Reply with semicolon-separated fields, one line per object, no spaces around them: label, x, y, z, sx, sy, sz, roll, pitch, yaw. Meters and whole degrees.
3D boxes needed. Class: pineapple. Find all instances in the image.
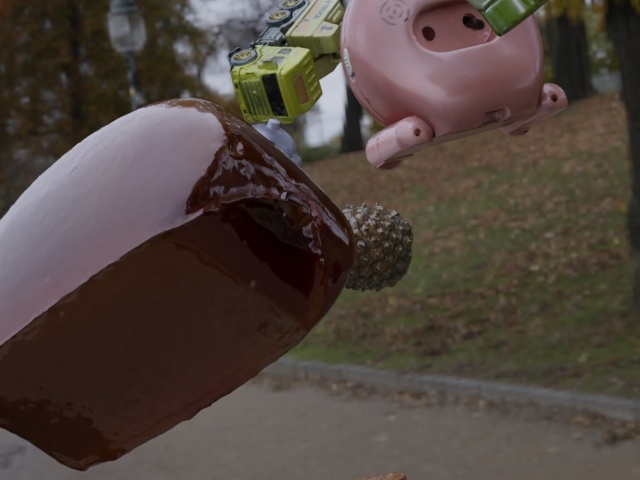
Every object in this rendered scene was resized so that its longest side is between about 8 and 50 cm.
pineapple;0.000;0.000;1.469;0.251;0.125;0.125;5;-7;-41

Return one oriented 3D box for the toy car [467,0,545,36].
toy car;0.223;-0.318;1.135;0.235;0.145;0.235;-37;0;0

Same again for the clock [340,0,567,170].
clock;0.136;-0.223;1.352;0.227;0.241;0.142;-14;-5;-18

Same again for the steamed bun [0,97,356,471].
steamed bun;-0.166;0.025;1.160;0.379;0.248;0.235;-35;-55;23

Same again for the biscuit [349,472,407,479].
biscuit;0.060;0.354;1.763;0.130;0.019;0.102;-13;-2;2

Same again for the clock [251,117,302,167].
clock;-0.108;-0.066;1.895;0.188;0.254;0.189;14;29;-8

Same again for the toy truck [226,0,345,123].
toy truck;-0.029;-0.310;2.068;0.157;0.124;0.272;4;39;30
